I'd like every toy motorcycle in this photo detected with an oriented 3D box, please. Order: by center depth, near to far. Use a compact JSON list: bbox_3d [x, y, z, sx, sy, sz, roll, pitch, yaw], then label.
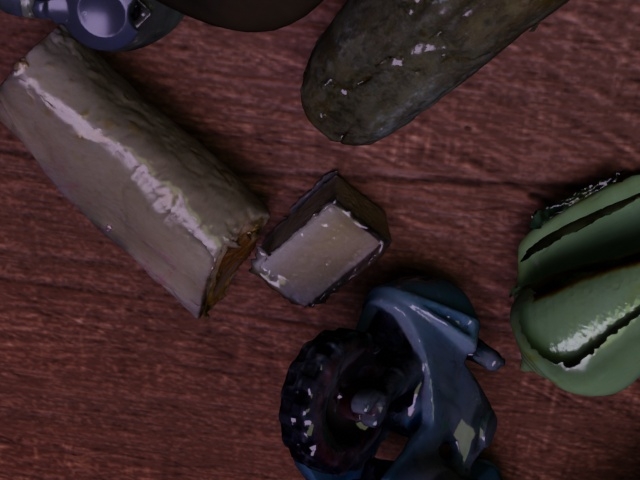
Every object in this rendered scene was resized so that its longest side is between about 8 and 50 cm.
[{"bbox_3d":[0.107,0.195,1.058,0.172,0.232,0.416,6,142,42],"label":"toy motorcycle"}]

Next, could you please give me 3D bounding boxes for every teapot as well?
[{"bbox_3d":[-0.181,-0.210,0.884,0.149,0.108,0.111,30,120,-11],"label":"teapot"}]

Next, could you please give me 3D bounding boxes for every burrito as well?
[{"bbox_3d":[-0.159,-0.054,0.981,0.299,0.105,0.143,45,142,-19],"label":"burrito"}]

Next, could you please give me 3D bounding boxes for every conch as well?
[{"bbox_3d":[0.259,0.022,0.961,0.137,0.143,0.250,6,119,-46],"label":"conch"}]

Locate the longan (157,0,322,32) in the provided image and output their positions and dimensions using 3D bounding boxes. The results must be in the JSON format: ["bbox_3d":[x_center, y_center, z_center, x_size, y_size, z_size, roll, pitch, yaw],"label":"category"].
[{"bbox_3d":[-0.072,-0.254,0.789,0.220,0.196,0.196,30,123,7],"label":"longan"}]

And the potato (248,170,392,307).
[{"bbox_3d":[-0.001,0.001,1.021,0.086,0.061,0.122,40,121,-17],"label":"potato"}]

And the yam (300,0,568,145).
[{"bbox_3d":[0.107,-0.189,0.845,0.133,0.133,0.330,39,124,-15],"label":"yam"}]
